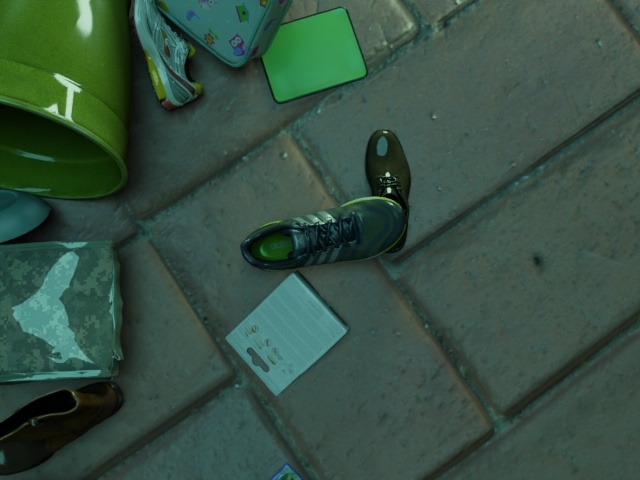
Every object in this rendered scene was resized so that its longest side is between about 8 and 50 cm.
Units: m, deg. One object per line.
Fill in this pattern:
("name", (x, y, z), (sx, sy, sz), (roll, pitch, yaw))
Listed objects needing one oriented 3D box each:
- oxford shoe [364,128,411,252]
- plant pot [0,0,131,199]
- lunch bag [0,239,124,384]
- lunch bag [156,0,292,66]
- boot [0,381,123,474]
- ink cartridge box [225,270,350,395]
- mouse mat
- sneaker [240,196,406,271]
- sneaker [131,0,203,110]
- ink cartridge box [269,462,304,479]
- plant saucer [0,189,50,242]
("oxford shoe", (0.127, -0.097, 1.294), (0.083, 0.096, 0.227), (-7, 80, 1))
("plant pot", (-0.473, -0.303, 1.221), (0.366, 0.366, 0.353), (7, 71, 1))
("lunch bag", (-0.470, 0.124, 1.229), (0.287, 0.169, 0.235), (-3, 81, 5))
("lunch bag", (-0.190, -0.461, 1.293), (0.279, 0.224, 0.108), (41, 47, 8))
("boot", (-0.460, 0.311, 1.144), (0.264, 0.280, 0.096), (-22, 82, -3))
("ink cartridge box", (-0.058, 0.166, 1.295), (0.179, 0.045, 0.145), (-44, 84, 13))
("mouse mat", (-0.018, -0.354, 1.375), (0.189, 0.007, 0.152), (-17, 82, -3))
("sneaker", (0.000, 0.000, 1.233), (0.300, 0.121, 0.111), (-16, 91, 16))
("sneaker", (-0.278, -0.358, 1.319), (0.092, 0.088, 0.225), (-16, 107, 2))
("ink cartridge box", (-0.013, 0.555, 1.221), (0.186, 0.065, 0.311), (-44, 82, -6))
("plant saucer", (-0.571, -0.049, 1.249), (0.195, 0.195, 0.037), (-6, 118, -1))
